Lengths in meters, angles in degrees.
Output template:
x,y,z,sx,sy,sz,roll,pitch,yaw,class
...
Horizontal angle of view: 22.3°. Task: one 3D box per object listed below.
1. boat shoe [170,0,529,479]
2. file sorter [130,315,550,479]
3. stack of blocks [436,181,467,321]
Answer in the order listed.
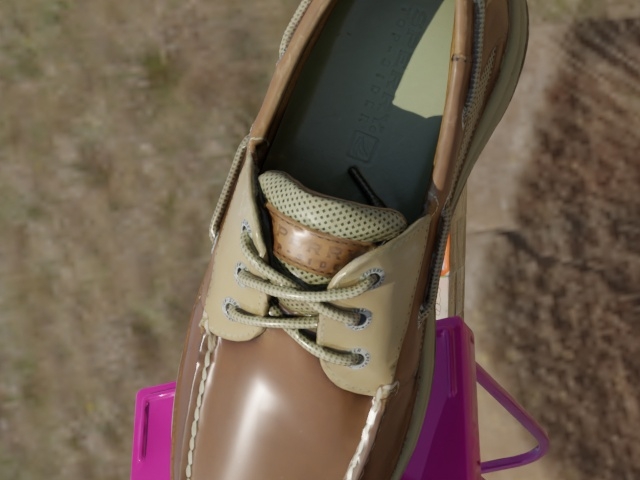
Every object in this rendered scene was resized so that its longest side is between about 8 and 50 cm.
x,y,z,sx,sy,sz,roll,pitch,yaw,class
0.000,0.000,0.720,0.120,0.123,0.324,25,-100,-77,boat shoe
0.025,0.226,0.876,0.182,0.202,0.290,44,-141,-49,file sorter
0.036,0.000,1.406,0.087,0.171,0.297,-27,-61,-74,stack of blocks
